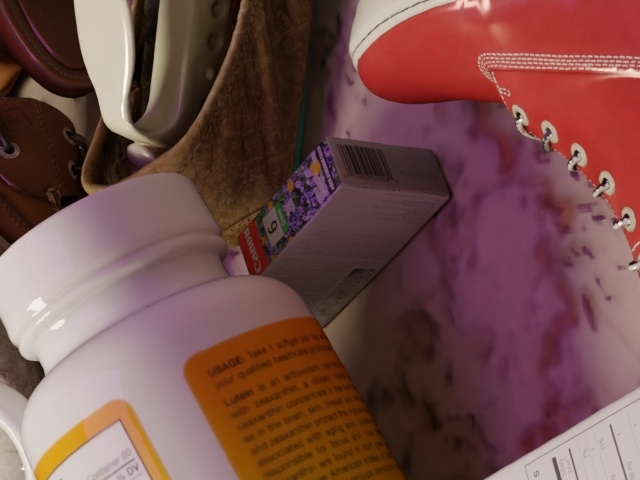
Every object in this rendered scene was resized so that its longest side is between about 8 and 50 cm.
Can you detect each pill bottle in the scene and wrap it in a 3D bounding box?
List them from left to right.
[{"bbox_3d":[-0.041,0.101,0.822,0.136,0.136,0.246,-42,72,42],"label":"pill bottle"}]

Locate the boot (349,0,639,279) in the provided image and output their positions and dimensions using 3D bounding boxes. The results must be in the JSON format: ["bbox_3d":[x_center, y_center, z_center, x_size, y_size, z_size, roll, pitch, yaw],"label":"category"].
[{"bbox_3d":[0.103,-0.031,0.747,0.244,0.088,0.176,-7,82,48],"label":"boot"}]

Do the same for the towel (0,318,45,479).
[{"bbox_3d":[-0.215,0.089,1.094,0.282,0.049,0.187,15,135,52],"label":"towel"}]

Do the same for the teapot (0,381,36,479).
[{"bbox_3d":[-0.123,0.223,0.903,0.187,0.256,0.252,-32,43,25],"label":"teapot"}]

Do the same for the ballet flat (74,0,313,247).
[{"bbox_3d":[-0.056,-0.165,0.932,0.116,0.124,0.342,17,99,47],"label":"ballet flat"}]

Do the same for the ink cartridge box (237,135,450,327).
[{"bbox_3d":[0.000,0.000,0.891,0.115,0.063,0.029,-47,51,39],"label":"ink cartridge box"}]

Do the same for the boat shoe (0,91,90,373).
[{"bbox_3d":[-0.165,-0.029,1.038,0.307,0.104,0.111,42,158,13],"label":"boat shoe"}]

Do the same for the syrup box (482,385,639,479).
[{"bbox_3d":[0.133,0.105,0.681,0.237,0.093,0.096,-40,56,43],"label":"syrup box"}]

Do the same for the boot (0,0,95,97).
[{"bbox_3d":[-0.188,-0.109,1.154,0.197,0.073,0.152,58,137,36],"label":"boot"}]
